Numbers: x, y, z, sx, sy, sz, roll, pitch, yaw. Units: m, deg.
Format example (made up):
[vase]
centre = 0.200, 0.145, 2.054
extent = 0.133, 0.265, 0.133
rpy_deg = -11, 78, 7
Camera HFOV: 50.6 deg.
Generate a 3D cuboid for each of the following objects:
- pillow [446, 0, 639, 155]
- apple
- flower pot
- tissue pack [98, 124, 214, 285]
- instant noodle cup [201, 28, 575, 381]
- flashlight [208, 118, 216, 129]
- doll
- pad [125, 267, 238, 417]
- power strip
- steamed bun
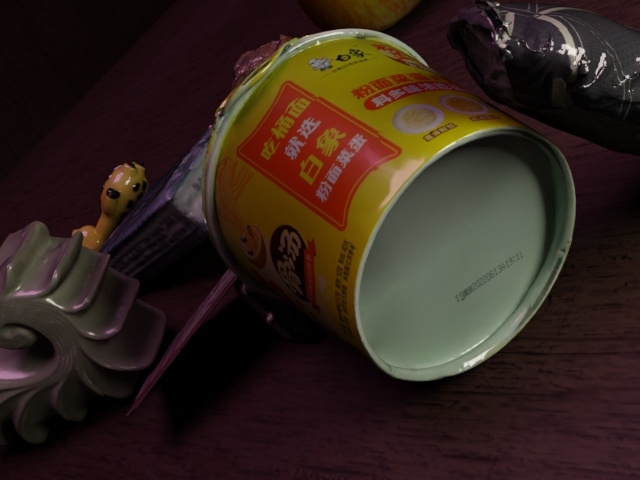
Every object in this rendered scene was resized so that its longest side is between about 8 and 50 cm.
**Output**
[pillow]
centre = 0.247, -0.125, 0.559
extent = 0.161, 0.335, 0.092
rpy_deg = -142, 66, -65
[apple]
centre = 0.073, -0.563, 1.365
extent = 0.302, 0.301, 0.301
rpy_deg = -28, 31, 19
[flower pot]
centre = -0.419, 0.148, 0.949
extent = 0.368, 0.254, 0.164
rpy_deg = -31, 30, 18
[tissue pack]
centre = -0.235, -0.055, 1.116
extent = 0.316, 0.103, 0.228
rpy_deg = -31, 26, 45
[instant noodle cup]
centre = 0.068, -0.028, 0.629
extent = 0.311, 0.311, 0.221
rpy_deg = -43, 39, -7
[flashlight]
centre = -0.167, -0.242, 1.411
extent = 0.200, 0.047, 0.093
rpy_deg = 0, 47, 49
[doll]
centre = -0.415, -0.025, 1.288
extent = 0.291, 0.086, 0.117
rpy_deg = -57, -7, 11
[pad]
centre = -0.135, 0.070, 0.853
extent = 0.299, 0.005, 0.202
rpy_deg = -52, 8, 3
[power strip]
centre = 0.000, 0.000, 0.829
extent = 0.070, 0.105, 0.256
rpy_deg = -11, 39, 53
[steamed bun]
centre = -0.119, -0.358, 1.444
extent = 0.175, 0.106, 0.145
rpy_deg = -29, 25, 25
